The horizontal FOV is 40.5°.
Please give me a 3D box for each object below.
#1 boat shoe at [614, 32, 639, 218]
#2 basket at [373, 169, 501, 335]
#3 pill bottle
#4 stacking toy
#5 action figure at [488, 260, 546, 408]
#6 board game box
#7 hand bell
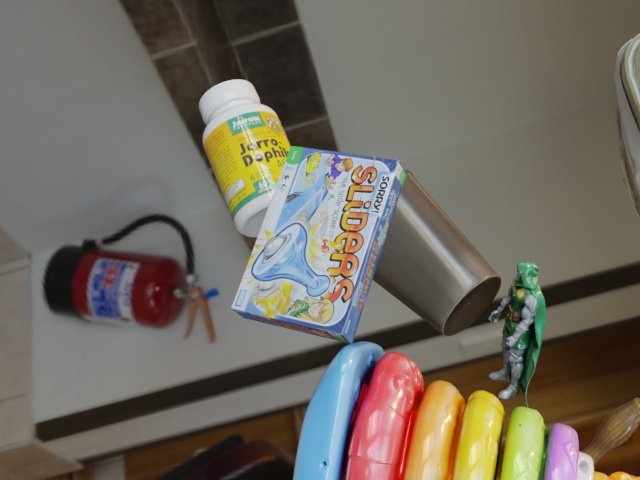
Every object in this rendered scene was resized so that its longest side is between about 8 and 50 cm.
[{"bbox_3d":[0.356,-0.054,0.837,0.103,0.113,0.302,-18,97,-81],"label":"boat shoe"},{"bbox_3d":[0.166,0.031,1.397,0.227,0.154,0.204,45,-41,29],"label":"basket"},{"bbox_3d":[-0.099,-0.120,1.235,0.117,0.118,0.208,65,2,-70],"label":"pill bottle"},{"bbox_3d":[0.143,0.183,0.655,0.166,0.302,0.175,27,71,-74],"label":"stacking toy"},{"bbox_3d":[0.300,0.131,1.318,0.137,0.063,0.232,-109,-161,-59],"label":"action figure"},{"bbox_3d":[0.000,0.000,0.939,0.035,0.136,0.201,48,56,-59],"label":"board game box"},{"bbox_3d":[0.375,0.307,1.223,0.242,0.126,0.126,-60,-158,28],"label":"hand bell"}]
